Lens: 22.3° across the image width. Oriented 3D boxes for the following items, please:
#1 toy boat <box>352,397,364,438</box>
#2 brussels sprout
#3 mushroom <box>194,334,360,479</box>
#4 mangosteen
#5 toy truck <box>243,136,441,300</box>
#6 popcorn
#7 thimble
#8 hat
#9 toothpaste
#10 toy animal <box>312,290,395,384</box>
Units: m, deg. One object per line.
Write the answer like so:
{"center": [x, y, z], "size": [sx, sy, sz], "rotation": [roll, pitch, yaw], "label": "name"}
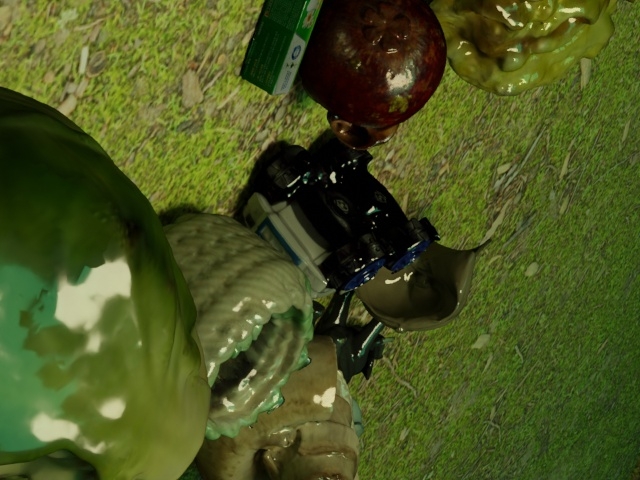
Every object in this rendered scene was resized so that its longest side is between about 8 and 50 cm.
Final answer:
{"center": [-0.042, 0.257, 2.003], "size": [0.208, 0.079, 0.134], "rotation": [-39, 152, 2], "label": "toy boat"}
{"center": [-0.238, 0.047, 1.109], "size": [0.371, 0.276, 0.314], "rotation": [19, 82, -43], "label": "brussels sprout"}
{"center": [-0.047, 0.237, 1.809], "size": [0.195, 0.189, 0.253], "rotation": [-97, 172, -53], "label": "mushroom"}
{"center": [0.035, -0.179, 1.605], "size": [0.146, 0.181, 0.156], "rotation": [30, 71, -24], "label": "mangosteen"}
{"center": [0.000, 0.000, 1.728], "size": [0.177, 0.161, 0.213], "rotation": [-46, 164, 34], "label": "toy truck"}
{"center": [0.221, -0.270, 1.779], "size": [0.225, 0.174, 0.286], "rotation": [-55, 156, 10], "label": "popcorn"}
{"center": [-0.114, 0.088, 1.568], "size": [0.219, 0.150, 0.219], "rotation": [-39, 151, -27], "label": "thimble"}
{"center": [0.129, 0.050, 1.951], "size": [0.173, 0.166, 0.144], "rotation": [24, 74, -62], "label": "hat"}
{"center": [-0.024, -0.225, 1.519], "size": [0.037, 0.043, 0.178], "rotation": [-19, 134, -58], "label": "toothpaste"}
{"center": [0.034, 0.119, 1.979], "size": [0.269, 0.082, 0.137], "rotation": [-19, 138, -60], "label": "toy animal"}
